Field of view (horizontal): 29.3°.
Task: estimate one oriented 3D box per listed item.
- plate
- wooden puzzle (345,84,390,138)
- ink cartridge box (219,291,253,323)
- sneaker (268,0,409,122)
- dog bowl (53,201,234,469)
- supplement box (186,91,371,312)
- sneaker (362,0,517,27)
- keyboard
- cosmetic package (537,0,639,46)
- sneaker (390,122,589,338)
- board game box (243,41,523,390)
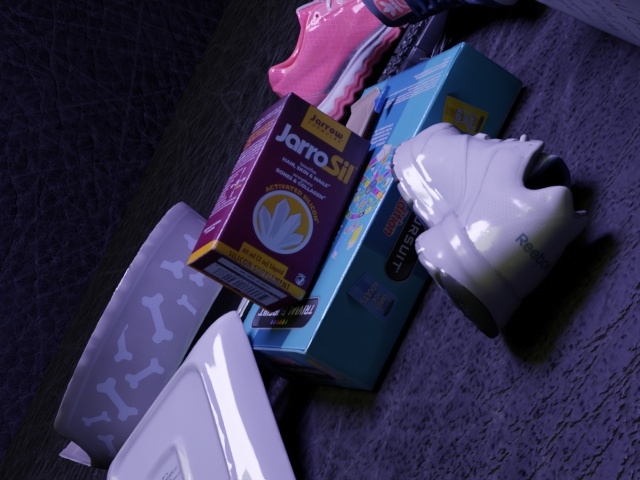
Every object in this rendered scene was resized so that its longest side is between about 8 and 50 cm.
[{"bbox_3d":[-0.138,0.250,1.227,0.277,0.045,0.278,-53,38,25],"label":"plate"},{"bbox_3d":[0.040,-0.120,1.299,0.116,0.014,0.078,-21,45,66],"label":"wooden puzzle"},{"bbox_3d":[-0.095,0.119,1.433,0.171,0.056,0.235,-63,9,-14],"label":"ink cartridge box"},{"bbox_3d":[0.041,-0.304,1.678,0.314,0.136,0.116,-56,10,12],"label":"sneaker"},{"bbox_3d":[-0.202,0.129,1.499,0.349,0.102,0.348,25,-90,-89],"label":"dog bowl"},{"bbox_3d":[-0.040,-0.037,1.215,0.081,0.104,0.188,-27,35,62],"label":"supplement box"},{"bbox_3d":[0.122,-0.297,1.391,0.148,0.131,0.350,-40,18,10],"label":"sneaker"},{"bbox_3d":[0.115,-0.228,1.526,0.317,0.033,0.201,-61,16,-4],"label":"keyboard"},{"bbox_3d":[0.160,-0.374,0.870,0.327,0.329,0.394,-58,42,7],"label":"cosmetic package"},{"bbox_3d":[0.142,-0.032,1.000,0.129,0.111,0.297,-39,24,12],"label":"sneaker"},{"bbox_3d":[0.049,-0.017,1.248,0.336,0.079,0.254,-63,15,-12],"label":"board game box"}]
